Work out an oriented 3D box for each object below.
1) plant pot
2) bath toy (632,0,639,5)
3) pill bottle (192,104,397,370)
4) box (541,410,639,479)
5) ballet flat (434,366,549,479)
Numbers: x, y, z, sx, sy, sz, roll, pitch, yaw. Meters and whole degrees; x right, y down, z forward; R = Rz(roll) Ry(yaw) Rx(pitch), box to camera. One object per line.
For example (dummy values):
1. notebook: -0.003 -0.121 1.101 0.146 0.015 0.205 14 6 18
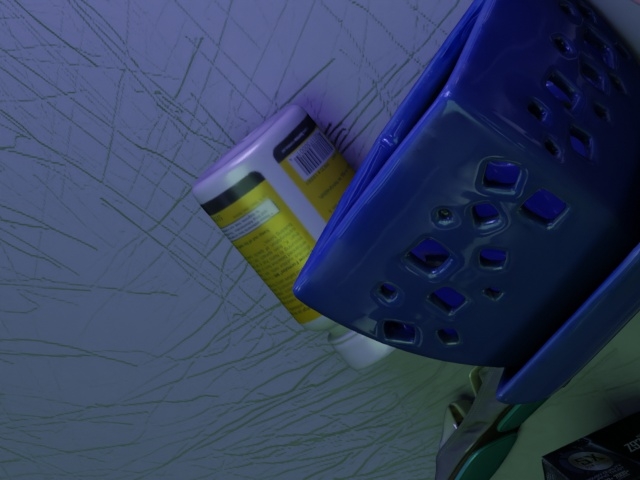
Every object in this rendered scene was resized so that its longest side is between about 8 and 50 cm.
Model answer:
1. plant pot: 0.148 -0.035 1.221 0.212 0.236 0.236 33 130 -3
2. bath toy: 0.224 -0.220 1.120 0.348 0.129 0.151 31 164 9
3. pill bottle: 0.000 0.000 1.389 0.119 0.119 0.208 -32 101 39
4. box: 0.274 0.238 1.367 0.077 0.147 0.180 40 148 57
5. ballet flat: 0.146 0.152 1.453 0.068 0.072 0.213 53 134 26
